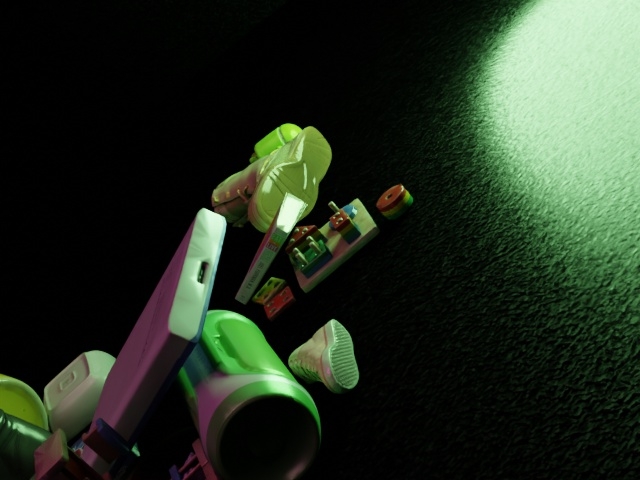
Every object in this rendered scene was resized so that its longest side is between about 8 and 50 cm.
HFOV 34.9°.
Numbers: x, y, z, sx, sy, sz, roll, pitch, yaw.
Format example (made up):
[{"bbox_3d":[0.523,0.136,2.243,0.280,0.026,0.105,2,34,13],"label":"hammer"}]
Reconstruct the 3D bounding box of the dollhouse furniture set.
[{"bbox_3d":[-0.179,0.255,1.047,0.129,0.184,0.129,-44,21,-4],"label":"dollhouse furniture set"}]

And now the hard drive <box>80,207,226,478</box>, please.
[{"bbox_3d":[-0.204,0.140,1.206,0.319,0.040,0.210,-56,17,36],"label":"hard drive"}]

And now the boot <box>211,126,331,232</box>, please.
[{"bbox_3d":[-0.103,-0.069,1.681,0.203,0.095,0.262,-27,24,34],"label":"boot"}]

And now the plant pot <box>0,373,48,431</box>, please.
[{"bbox_3d":[-0.561,0.294,1.574,0.239,0.254,0.254,-7,38,37],"label":"plant pot"}]

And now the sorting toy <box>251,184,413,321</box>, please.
[{"bbox_3d":[0.000,0.000,1.430,0.274,0.046,0.132,-40,20,6],"label":"sorting toy"}]

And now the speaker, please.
[{"bbox_3d":[-0.092,0.170,1.142,0.131,0.131,0.296,-43,20,-3],"label":"speaker"}]

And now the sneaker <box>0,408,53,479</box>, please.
[{"bbox_3d":[-0.505,0.350,1.402,0.296,0.147,0.104,-50,23,-10],"label":"sneaker"}]

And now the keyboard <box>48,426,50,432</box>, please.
[{"bbox_3d":[-0.498,0.339,1.697,0.256,0.014,0.072,-41,21,5],"label":"keyboard"}]

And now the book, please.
[{"bbox_3d":[-0.075,0.013,1.473,0.144,0.035,0.096,-58,5,33],"label":"book"}]

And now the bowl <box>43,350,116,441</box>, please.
[{"bbox_3d":[-0.385,0.239,1.623,0.142,0.053,0.142,-41,26,-2],"label":"bowl"}]

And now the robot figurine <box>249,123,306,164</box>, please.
[{"bbox_3d":[-0.074,-0.168,1.865,0.115,0.067,0.101,-35,13,18],"label":"robot figurine"}]

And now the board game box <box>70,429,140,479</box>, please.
[{"bbox_3d":[-0.338,0.330,1.398,0.201,0.035,0.136,-43,21,-2],"label":"board game box"}]

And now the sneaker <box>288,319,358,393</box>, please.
[{"bbox_3d":[0.001,0.144,1.138,0.070,0.051,0.134,-39,17,14],"label":"sneaker"}]

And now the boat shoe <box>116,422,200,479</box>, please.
[{"bbox_3d":[-0.199,0.275,1.214,0.178,0.064,0.060,-43,20,7],"label":"boat shoe"}]
